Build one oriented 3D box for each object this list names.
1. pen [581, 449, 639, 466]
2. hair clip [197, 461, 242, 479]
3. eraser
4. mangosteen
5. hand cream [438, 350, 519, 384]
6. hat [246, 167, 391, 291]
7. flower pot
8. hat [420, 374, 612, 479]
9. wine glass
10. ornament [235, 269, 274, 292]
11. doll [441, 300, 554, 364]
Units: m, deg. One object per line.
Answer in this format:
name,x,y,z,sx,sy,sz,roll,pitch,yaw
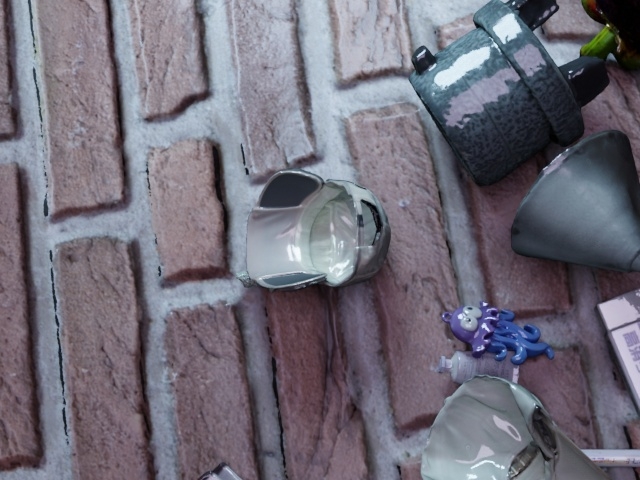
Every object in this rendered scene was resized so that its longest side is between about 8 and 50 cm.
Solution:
pen,0.544,0.364,1.622,0.268,0.033,0.033,-1,78,8
hair clip,-0.078,0.513,1.651,0.330,0.101,0.085,37,82,12
eraser,0.562,0.187,1.637,0.124,0.068,0.210,-21,75,6
mangosteen,0.577,-0.441,1.655,0.359,0.306,0.306,-30,75,22
hand cream,0.276,0.226,1.687,0.142,0.053,0.084,8,80,-6
hat,-0.009,0.000,1.716,0.275,0.161,0.232,-10,62,16
flower pot,0.320,-0.276,1.671,0.282,0.299,0.299,-33,76,9
hat,0.338,0.370,1.608,0.301,0.168,0.258,34,110,-10
wine glass,0.528,0.048,1.520,0.267,0.267,0.406,-41,60,-1
ornament,-0.102,0.062,1.775,0.092,0.041,0.068,-40,81,-11
doll,0.308,0.161,1.677,0.205,0.067,0.110,17,52,0
